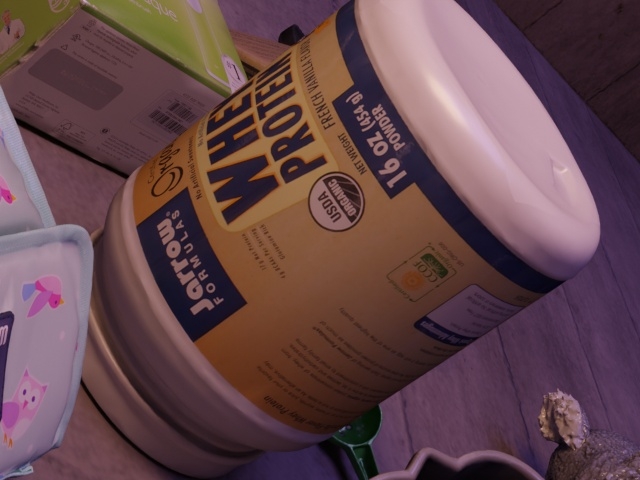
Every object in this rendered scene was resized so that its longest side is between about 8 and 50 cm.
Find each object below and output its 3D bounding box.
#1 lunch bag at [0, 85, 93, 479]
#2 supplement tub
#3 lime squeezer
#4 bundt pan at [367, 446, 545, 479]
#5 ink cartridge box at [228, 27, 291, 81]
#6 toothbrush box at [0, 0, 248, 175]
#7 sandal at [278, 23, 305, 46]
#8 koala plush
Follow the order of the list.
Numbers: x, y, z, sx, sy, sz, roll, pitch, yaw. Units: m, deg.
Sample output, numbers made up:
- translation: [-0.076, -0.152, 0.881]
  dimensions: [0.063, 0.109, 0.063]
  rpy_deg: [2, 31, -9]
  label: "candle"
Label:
- translation: [-0.225, 0.013, 0.669]
  dimensions: [0.262, 0.160, 0.223]
  rpy_deg: [66, 18, 0]
  label: "lunch bag"
- translation: [0.000, 0.000, 0.934]
  dimensions: [0.228, 0.316, 0.228]
  rpy_deg: [44, 23, -24]
  label: "supplement tub"
- translation: [0.029, 0.108, 1.102]
  dimensions: [0.110, 0.059, 0.310]
  rpy_deg: [-151, -121, -76]
  label: "lime squeezer"
- translation: [0.087, 0.300, 0.838]
  dimensions: [0.331, 0.124, 0.331]
  rpy_deg: [22, 49, -28]
  label: "bundt pan"
- translation: [-0.009, -0.114, 1.256]
  dimensions: [0.234, 0.088, 0.193]
  rpy_deg: [9, 19, -46]
  label: "ink cartridge box"
- translation: [-0.190, -0.209, 1.133]
  dimensions: [0.206, 0.122, 0.283]
  rpy_deg: [29, 30, -48]
  label: "toothbrush box"
- translation: [0.081, -0.104, 1.482]
  dimensions: [0.167, 0.107, 0.446]
  rpy_deg: [49, 7, -44]
  label: "sandal"
- translation: [0.287, 0.256, 1.364]
  dimensions: [0.196, 0.203, 0.221]
  rpy_deg: [49, 10, -15]
  label: "koala plush"
